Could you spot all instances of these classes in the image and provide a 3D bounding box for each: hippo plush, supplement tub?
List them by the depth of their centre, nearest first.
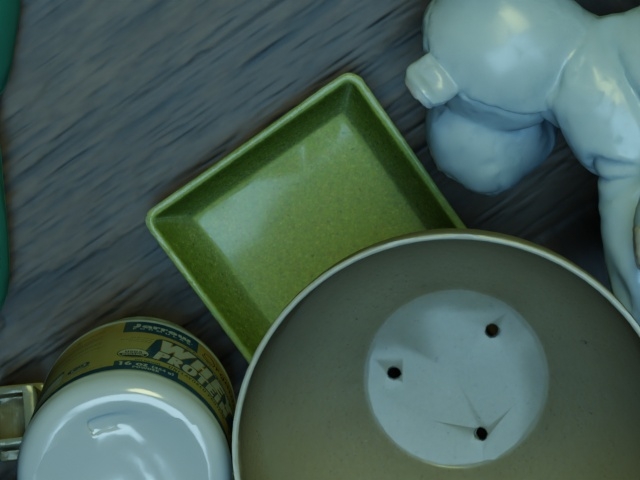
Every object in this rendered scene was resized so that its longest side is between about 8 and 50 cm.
[{"bbox_3d":[0.172,-0.080,1.300,0.236,0.234,0.294,12,146,7],"label":"hippo plush"},{"bbox_3d":[-0.132,0.137,1.370,0.144,0.200,0.144,0,103,-2],"label":"supplement tub"}]

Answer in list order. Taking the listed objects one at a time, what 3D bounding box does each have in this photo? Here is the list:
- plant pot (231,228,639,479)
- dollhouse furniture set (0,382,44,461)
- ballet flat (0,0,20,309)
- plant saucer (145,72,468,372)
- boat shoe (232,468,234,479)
[{"bbox_3d":[0.091,0.118,1.323,0.284,0.191,0.284,1,100,4],"label":"plant pot"},{"bbox_3d":[-0.290,0.195,1.454,0.181,0.101,0.161,-5,78,0],"label":"dollhouse furniture set"},{"bbox_3d":[-0.276,-0.092,1.371,0.106,0.107,0.316,7,102,11],"label":"ballet flat"},{"bbox_3d":[0.000,0.000,1.422,0.188,0.045,0.188,-35,101,6],"label":"plant saucer"},{"bbox_3d":[0.067,0.252,1.440,0.324,0.120,0.123,26,101,-6],"label":"boat shoe"}]
